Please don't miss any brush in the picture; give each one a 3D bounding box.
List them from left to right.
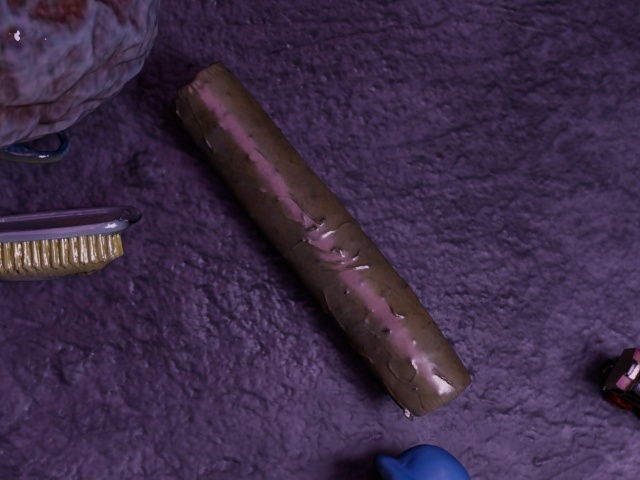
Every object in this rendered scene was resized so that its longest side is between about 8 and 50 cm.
[{"bbox_3d":[-0.304,0.009,1.653,0.297,0.068,0.060,-3,105,-10],"label":"brush"}]

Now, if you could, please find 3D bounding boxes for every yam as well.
[{"bbox_3d":[0.000,0.000,1.710,0.083,0.083,0.371,-37,90,-15],"label":"yam"}]

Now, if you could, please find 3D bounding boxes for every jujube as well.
[{"bbox_3d":[-0.273,-0.184,1.567,0.226,0.226,0.317,58,36,-1],"label":"jujube"}]

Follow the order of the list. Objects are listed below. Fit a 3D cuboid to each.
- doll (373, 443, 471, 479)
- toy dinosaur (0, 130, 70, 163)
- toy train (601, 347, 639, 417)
[{"bbox_3d":[-0.012,0.290,1.652,0.363,0.145,0.199,-18,127,-24],"label":"doll"},{"bbox_3d":[-0.403,-0.115,1.632,0.363,0.076,0.147,25,74,-6],"label":"toy dinosaur"},{"bbox_3d":[0.328,0.152,1.762,0.138,0.087,0.050,33,80,-6],"label":"toy train"}]
